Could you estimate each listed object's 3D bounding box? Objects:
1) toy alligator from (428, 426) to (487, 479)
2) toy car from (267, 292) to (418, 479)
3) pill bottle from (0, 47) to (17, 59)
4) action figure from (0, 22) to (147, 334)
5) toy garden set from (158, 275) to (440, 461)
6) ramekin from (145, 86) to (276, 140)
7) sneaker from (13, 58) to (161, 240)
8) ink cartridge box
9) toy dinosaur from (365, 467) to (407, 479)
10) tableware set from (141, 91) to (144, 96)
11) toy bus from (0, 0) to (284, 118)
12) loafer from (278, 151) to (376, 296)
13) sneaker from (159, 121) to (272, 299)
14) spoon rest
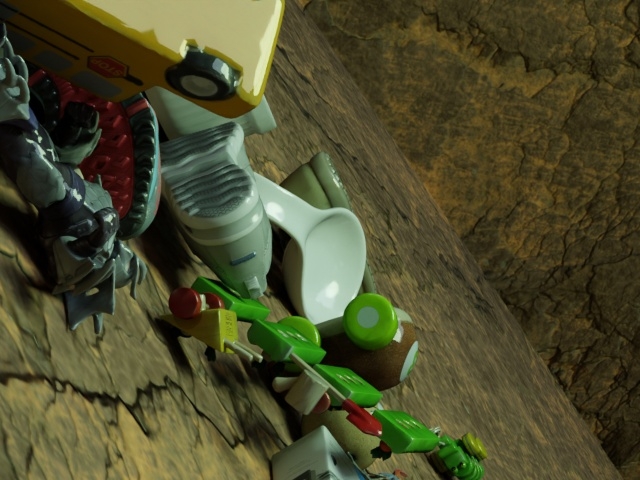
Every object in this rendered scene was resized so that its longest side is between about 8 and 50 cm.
[{"bbox_3d":[0.170,0.272,2.373,0.051,0.056,0.190,63,11,23],"label":"toy alligator"},{"bbox_3d":[0.038,0.168,1.842,0.155,0.149,0.188,61,12,-72],"label":"toy car"},{"bbox_3d":[-0.282,-0.220,1.511,0.160,0.087,0.087,64,11,24],"label":"pill bottle"},{"bbox_3d":[-0.202,-0.051,1.397,0.285,0.099,0.185,55,4,-41],"label":"action figure"},{"bbox_3d":[-0.026,0.120,1.676,0.244,0.049,0.204,36,5,17],"label":"toy garden set"},{"bbox_3d":[-0.137,-0.190,1.985,0.207,0.109,0.207,156,-90,-89],"label":"ramekin"},{"bbox_3d":[-0.175,-0.092,1.622,0.125,0.104,0.262,51,13,-49],"label":"sneaker"},{"bbox_3d":[0.012,0.254,1.644,0.104,0.060,0.180,54,11,-24],"label":"ink cartridge box"},{"bbox_3d":[0.076,0.247,1.951,0.082,0.090,0.047,-5,-67,51],"label":"toy dinosaur"},{"bbox_3d":[-0.224,-0.207,1.952,0.154,0.024,0.104,61,7,16],"label":"tableware set"},{"bbox_3d":[-0.191,-0.196,1.402,0.333,0.130,0.108,27,62,-31],"label":"toy bus"},{"bbox_3d":[0.000,0.000,2.260,0.268,0.092,0.102,72,-1,-48],"label":"loafer"},{"bbox_3d":[-0.106,-0.029,1.819,0.281,0.105,0.115,-109,-178,-67],"label":"sneaker"},{"bbox_3d":[-0.021,0.003,2.087,0.084,0.137,0.276,11,-19,36],"label":"spoon rest"}]
